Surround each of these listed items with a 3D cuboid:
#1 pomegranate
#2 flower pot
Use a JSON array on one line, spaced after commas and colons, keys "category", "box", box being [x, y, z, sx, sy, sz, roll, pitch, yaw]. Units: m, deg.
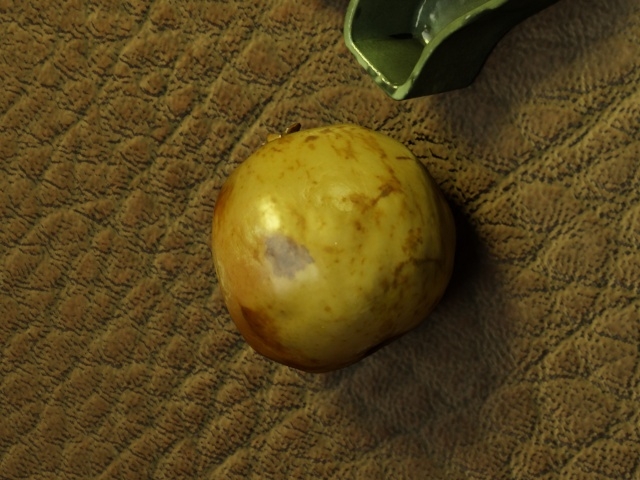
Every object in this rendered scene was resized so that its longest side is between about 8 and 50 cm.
[{"category": "pomegranate", "box": [0.000, 0.000, 1.514, 0.215, 0.215, 0.215, 7, 103, 35]}, {"category": "flower pot", "box": [0.128, -0.214, 1.446, 0.229, 0.108, 0.103, -42, 74, 33]}]
